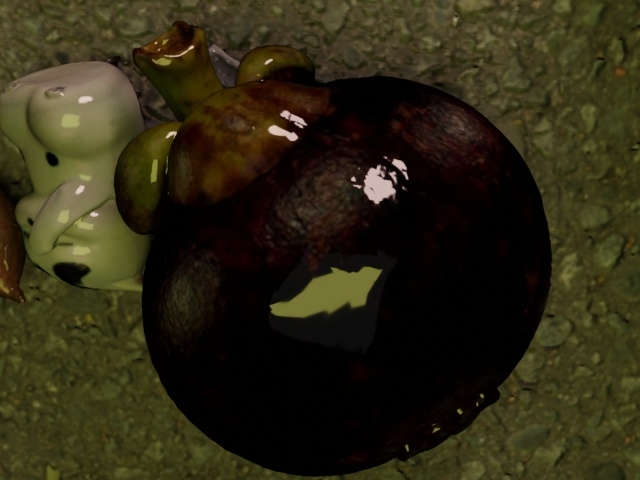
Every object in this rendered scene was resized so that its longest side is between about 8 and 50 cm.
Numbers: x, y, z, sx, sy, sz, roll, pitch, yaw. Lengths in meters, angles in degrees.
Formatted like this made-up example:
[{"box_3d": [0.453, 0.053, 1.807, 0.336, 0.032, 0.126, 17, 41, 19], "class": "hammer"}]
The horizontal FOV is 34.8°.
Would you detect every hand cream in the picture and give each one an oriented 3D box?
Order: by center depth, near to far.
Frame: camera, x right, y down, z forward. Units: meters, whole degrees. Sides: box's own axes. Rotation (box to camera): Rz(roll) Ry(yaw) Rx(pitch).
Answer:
[{"box_3d": [-0.060, -0.121, 0.802, 0.093, 0.019, 0.030, 37, 104, -16], "class": "hand cream"}]

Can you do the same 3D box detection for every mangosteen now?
[{"box_3d": [0.000, 0.014, 0.726, 0.313, 0.297, 0.297, 30, 109, 33], "class": "mangosteen"}]

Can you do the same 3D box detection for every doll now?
[{"box_3d": [-0.182, -0.045, 0.772, 0.110, 0.107, 0.181, 14, 111, 38], "class": "doll"}]

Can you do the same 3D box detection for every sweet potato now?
[{"box_3d": [-0.286, -0.045, 0.795, 0.068, 0.068, 0.226, -29, 89, 6], "class": "sweet potato"}]
